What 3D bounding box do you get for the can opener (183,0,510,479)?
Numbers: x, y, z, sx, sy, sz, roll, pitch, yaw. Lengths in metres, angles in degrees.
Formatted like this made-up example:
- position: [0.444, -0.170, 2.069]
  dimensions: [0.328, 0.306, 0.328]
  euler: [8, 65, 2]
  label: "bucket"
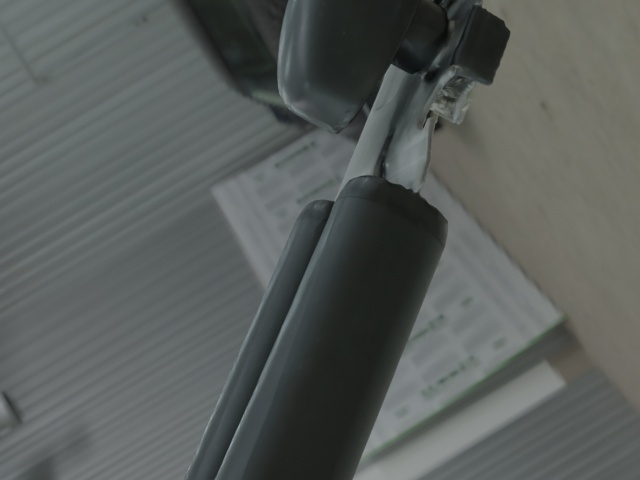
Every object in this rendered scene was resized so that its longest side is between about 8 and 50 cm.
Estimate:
- position: [0.000, 0.000, 0.519]
  dimensions: [0.093, 0.280, 0.074]
  euler: [25, 159, -15]
  label: "can opener"
